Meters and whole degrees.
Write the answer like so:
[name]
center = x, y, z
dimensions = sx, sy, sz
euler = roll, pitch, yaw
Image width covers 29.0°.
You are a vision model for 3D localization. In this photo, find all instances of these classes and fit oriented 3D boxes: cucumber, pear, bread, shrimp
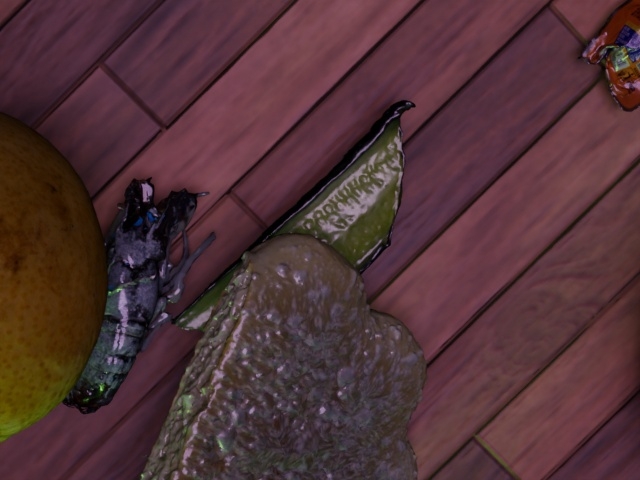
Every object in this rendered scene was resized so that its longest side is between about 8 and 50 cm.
[cucumber]
center = 0.000, 0.000, 0.850
dimensions = 0.220, 0.046, 0.070
euler = -44, 101, 4
[pear]
center = -0.227, 0.030, 0.739
dimensions = 0.209, 0.209, 0.208
euler = -1, 98, -4
[bread]
center = -0.016, 0.144, 0.822
dimensions = 0.207, 0.056, 0.286
euler = 19, 95, -34
[shrimp]
center = -0.123, 0.043, 0.833
dimensions = 0.082, 0.076, 0.174
euler = 18, 97, -29

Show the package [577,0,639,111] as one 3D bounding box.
[package]
center = 0.231, -0.146, 0.851
dimensions = 0.111, 0.033, 0.077
euler = -45, 88, 2
